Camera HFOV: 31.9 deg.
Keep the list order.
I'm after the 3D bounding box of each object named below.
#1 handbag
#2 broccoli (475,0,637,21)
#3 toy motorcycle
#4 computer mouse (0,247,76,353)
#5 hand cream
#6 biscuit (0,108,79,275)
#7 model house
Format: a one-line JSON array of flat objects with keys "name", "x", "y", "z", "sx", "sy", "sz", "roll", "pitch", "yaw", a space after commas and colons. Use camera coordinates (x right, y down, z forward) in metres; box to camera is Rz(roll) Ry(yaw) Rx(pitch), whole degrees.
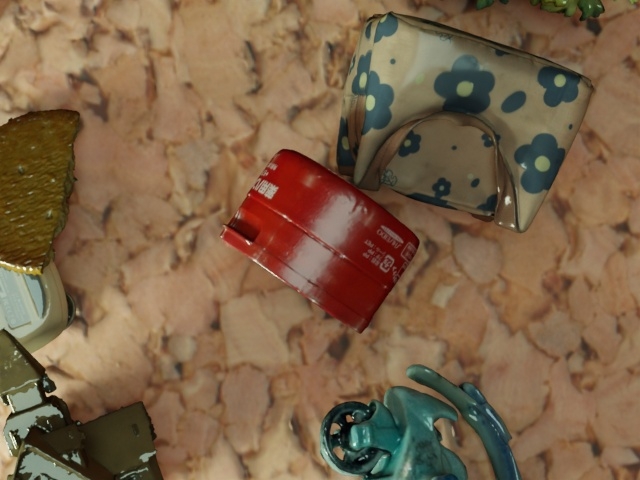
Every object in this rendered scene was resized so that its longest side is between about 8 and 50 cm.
[{"name": "handbag", "x": 0.146, "y": -0.126, "z": 1.219, "sx": 0.252, "sy": 0.190, "sz": 0.193, "roll": 17, "pitch": 100, "yaw": -8}, {"name": "broccoli", "x": 0.200, "y": -0.400, "z": 1.163, "sx": 0.348, "sy": 0.281, "sz": 0.293, "roll": 7, "pitch": 91, "yaw": -8}, {"name": "toy motorcycle", "x": 0.128, "y": 0.268, "z": 1.242, "sx": 0.206, "sy": 0.154, "sz": 0.260, "roll": -28, "pitch": 88, "yaw": -26}, {"name": "computer mouse", "x": -0.392, "y": 0.079, "z": 1.223, "sx": 0.237, "sy": 0.082, "sz": 0.145, "roll": -23, "pitch": 89, "yaw": -15}, {"name": "hand cream", "x": 0.000, "y": 0.000, "z": 1.201, "sx": 0.193, "sy": 0.193, "sz": 0.125, "roll": 35, "pitch": 86, "yaw": -3}, {"name": "biscuit", "x": -0.332, "y": -0.059, "z": 1.223, "sx": 0.126, "sy": 0.025, "sz": 0.206, "roll": 6, "pitch": 62, "yaw": 0}, {"name": "model house", "x": -0.272, "y": 0.201, "z": 1.183, "sx": 0.176, "sy": 0.181, "sz": 0.248, "roll": -21, "pitch": 97, "yaw": -6}]
